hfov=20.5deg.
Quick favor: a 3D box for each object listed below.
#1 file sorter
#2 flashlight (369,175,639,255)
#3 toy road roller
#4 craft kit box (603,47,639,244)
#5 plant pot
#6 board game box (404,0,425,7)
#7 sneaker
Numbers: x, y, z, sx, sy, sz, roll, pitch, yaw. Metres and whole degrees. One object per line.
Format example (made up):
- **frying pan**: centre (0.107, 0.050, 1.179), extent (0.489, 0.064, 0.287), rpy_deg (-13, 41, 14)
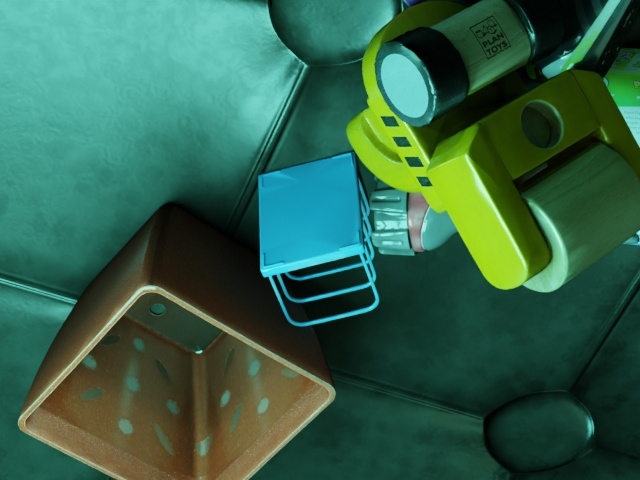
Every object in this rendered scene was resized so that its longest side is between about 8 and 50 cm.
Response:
- **file sorter**: centre (0.000, 0.000, 2.043), extent (0.118, 0.170, 0.104), rpy_deg (-13, 131, 8)
- **flashlight**: centre (0.212, -0.032, 2.024), extent (0.304, 0.103, 0.103), rpy_deg (2, 131, 15)
- **toy road roller**: centre (0.172, -0.102, 1.890), extent (0.330, 0.202, 0.240), rpy_deg (59, 150, 0)
- **craft kit box**: centre (0.418, -0.099, 2.001), extent (0.249, 0.061, 0.247), rpy_deg (6, 133, 20)
- **plant pot**: centre (-0.167, 0.119, 2.086), extent (0.267, 0.236, 0.267), rpy_deg (31, 120, -24)
- **board game box**: centre (0.077, -0.410, 1.792), extent (0.208, 0.056, 0.347), rpy_deg (-25, 125, 31)
- **sneaker**: centre (0.296, -0.267, 1.898), extent (0.097, 0.084, 0.235), rpy_deg (36, 105, 20)
